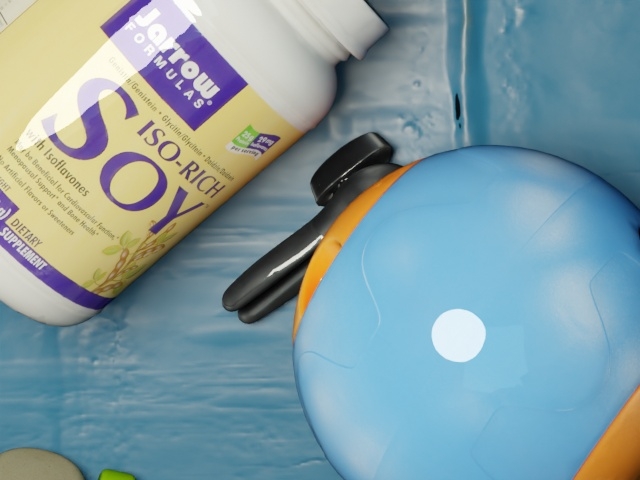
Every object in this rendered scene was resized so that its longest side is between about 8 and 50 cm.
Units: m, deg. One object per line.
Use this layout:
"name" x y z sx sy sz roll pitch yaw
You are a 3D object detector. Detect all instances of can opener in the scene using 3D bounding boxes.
"can opener" 0.000 0.000 1.438 0.186 0.073 0.059 -46 131 10

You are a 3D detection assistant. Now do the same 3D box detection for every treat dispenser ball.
"treat dispenser ball" 0.122 0.074 1.315 0.288 0.288 0.288 0 97 3

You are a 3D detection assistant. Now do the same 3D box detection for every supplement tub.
"supplement tub" -0.139 -0.123 1.331 0.331 0.241 0.241 -41 93 7

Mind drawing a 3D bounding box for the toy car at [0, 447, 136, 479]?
"toy car" -0.243 0.272 1.442 0.155 0.149 0.188 13 109 -9
